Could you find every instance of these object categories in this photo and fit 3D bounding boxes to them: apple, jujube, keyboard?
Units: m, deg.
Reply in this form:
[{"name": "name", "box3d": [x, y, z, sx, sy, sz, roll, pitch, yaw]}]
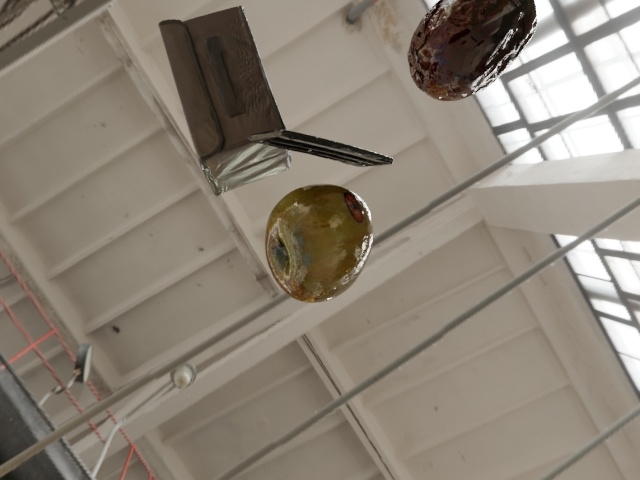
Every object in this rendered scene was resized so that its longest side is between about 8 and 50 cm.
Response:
[{"name": "apple", "box3d": [0.000, 0.000, 0.910, 0.155, 0.182, 0.182, -17, -83, -34]}, {"name": "jujube", "box3d": [0.272, -0.359, 1.053, 0.243, 0.183, 0.183, -35, -82, -1]}, {"name": "keyboard", "box3d": [0.010, -0.142, 0.910, 0.250, 0.087, 0.017, 6, -94, -44]}]

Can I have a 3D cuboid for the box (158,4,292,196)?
[{"name": "box", "box3d": [-0.158, -0.239, 1.013, 0.153, 0.188, 0.252, -18, -103, -6]}]
